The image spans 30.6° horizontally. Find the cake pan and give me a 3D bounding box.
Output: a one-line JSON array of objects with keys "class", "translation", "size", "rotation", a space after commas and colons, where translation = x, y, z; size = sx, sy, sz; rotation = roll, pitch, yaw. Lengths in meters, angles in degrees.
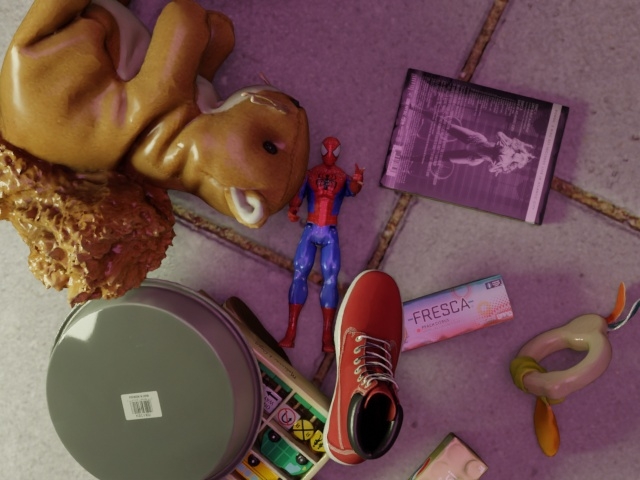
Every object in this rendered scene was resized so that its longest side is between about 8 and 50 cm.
[{"class": "cake pan", "translation": [-0.218, 0.194, 1.470], "size": [0.293, 0.054, 0.293], "rotation": [3, 104, 13]}]

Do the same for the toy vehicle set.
[{"class": "toy vehicle set", "translation": [-0.106, 0.209, 1.495], "size": [0.267, 0.035, 0.166], "rotation": [40, 109, 2]}]

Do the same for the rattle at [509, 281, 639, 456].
[{"class": "rattle", "translation": [0.351, 0.166, 1.507], "size": [0.200, 0.130, 0.142], "rotation": [-35, 98, -27]}]

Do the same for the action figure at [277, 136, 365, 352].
[{"class": "action figure", "translation": [0.000, 0.000, 1.489], "size": [0.092, 0.139, 0.280], "rotation": [6, 84, 0]}]

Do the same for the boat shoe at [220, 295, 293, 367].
[{"class": "boat shoe", "translation": [-0.087, 0.144, 1.524], "size": [0.049, 0.056, 0.152], "rotation": [-32, 94, 24]}]

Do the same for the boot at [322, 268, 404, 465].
[{"class": "boot", "translation": [0.067, 0.141, 1.384], "size": [0.088, 0.176, 0.244], "rotation": [12, 74, -8]}]

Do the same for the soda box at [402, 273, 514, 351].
[{"class": "soda box", "translation": [0.153, 0.098, 1.516], "size": [0.183, 0.058, 0.063], "rotation": [-16, 86, -1]}]

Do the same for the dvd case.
[{"class": "dvd case", "translation": [0.203, -0.124, 1.548], "size": [0.221, 0.018, 0.164], "rotation": [14, 86, 2]}]

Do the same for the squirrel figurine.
[{"class": "squirrel figurine", "translation": [-0.219, -0.109, 1.450], "size": [0.370, 0.281, 0.397], "rotation": [34, 93, -5]}]

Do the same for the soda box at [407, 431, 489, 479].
[{"class": "soda box", "translation": [0.133, 0.335, 1.503], "size": [0.061, 0.058, 0.181], "rotation": [42, 89, 3]}]
